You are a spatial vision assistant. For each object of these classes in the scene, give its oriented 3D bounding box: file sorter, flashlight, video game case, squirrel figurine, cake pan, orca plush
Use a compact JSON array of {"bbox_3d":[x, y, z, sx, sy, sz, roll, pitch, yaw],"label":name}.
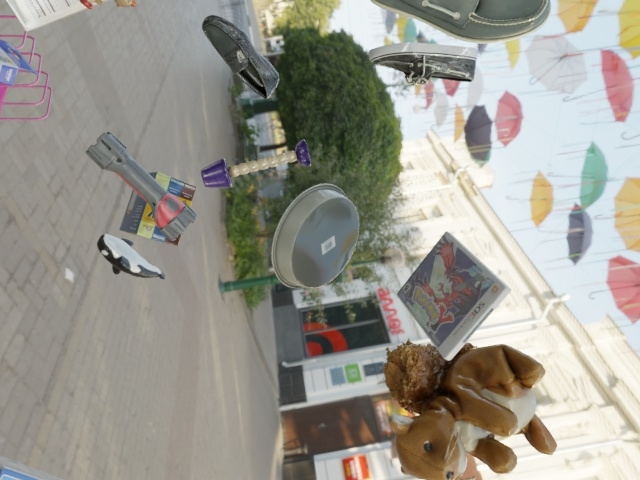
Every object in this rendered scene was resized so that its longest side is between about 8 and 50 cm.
[{"bbox_3d":[-1.041,-0.574,1.560,0.291,0.182,0.202,106,-25,-53],"label":"file sorter"},{"bbox_3d":[-0.461,-0.136,1.202,0.304,0.103,0.103,46,4,-20],"label":"flashlight"},{"bbox_3d":[0.257,0.105,0.937,0.183,0.023,0.201,-56,-145,18],"label":"video game case"},{"bbox_3d":[0.320,0.424,1.177,0.397,0.370,0.281,37,-31,56],"label":"squirrel figurine"},{"bbox_3d":[0.000,0.000,1.210,0.054,0.293,0.293,26,-42,37],"label":"cake pan"},{"bbox_3d":[-0.716,0.082,1.713,0.287,0.102,0.151,39,20,-58],"label":"orca plush"}]

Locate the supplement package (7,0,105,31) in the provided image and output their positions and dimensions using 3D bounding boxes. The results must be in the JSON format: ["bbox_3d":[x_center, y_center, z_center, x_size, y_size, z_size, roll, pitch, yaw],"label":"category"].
[{"bbox_3d":[-0.519,-0.571,0.935,0.199,0.262,0.198,42,-23,54],"label":"supplement package"}]

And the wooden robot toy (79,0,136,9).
[{"bbox_3d":[-0.363,-0.425,0.805,0.076,0.079,0.173,-57,-144,14],"label":"wooden robot toy"}]

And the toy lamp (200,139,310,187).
[{"bbox_3d":[-0.165,-0.190,1.187,0.080,0.274,0.080,167,-90,-84],"label":"toy lamp"}]

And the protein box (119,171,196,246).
[{"bbox_3d":[-0.529,-0.102,1.504,0.200,0.136,0.201,7,-101,52],"label":"protein box"}]

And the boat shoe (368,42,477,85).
[{"bbox_3d":[0.288,-0.492,1.318,0.113,0.306,0.105,-127,-141,-78],"label":"boat shoe"}]

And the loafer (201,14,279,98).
[{"bbox_3d":[-0.187,-0.427,1.090,0.223,0.076,0.078,39,54,-36],"label":"loafer"}]

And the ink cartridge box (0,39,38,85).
[{"bbox_3d":[-0.895,-0.470,1.136,0.186,0.065,0.311,41,24,23],"label":"ink cartridge box"}]

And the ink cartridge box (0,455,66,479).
[{"bbox_3d":[-0.666,0.673,1.143,0.395,0.270,0.151,41,54,-31],"label":"ink cartridge box"}]

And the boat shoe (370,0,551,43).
[{"bbox_3d":[0.219,-0.414,0.764,0.099,0.319,0.116,-4,114,-77],"label":"boat shoe"}]
